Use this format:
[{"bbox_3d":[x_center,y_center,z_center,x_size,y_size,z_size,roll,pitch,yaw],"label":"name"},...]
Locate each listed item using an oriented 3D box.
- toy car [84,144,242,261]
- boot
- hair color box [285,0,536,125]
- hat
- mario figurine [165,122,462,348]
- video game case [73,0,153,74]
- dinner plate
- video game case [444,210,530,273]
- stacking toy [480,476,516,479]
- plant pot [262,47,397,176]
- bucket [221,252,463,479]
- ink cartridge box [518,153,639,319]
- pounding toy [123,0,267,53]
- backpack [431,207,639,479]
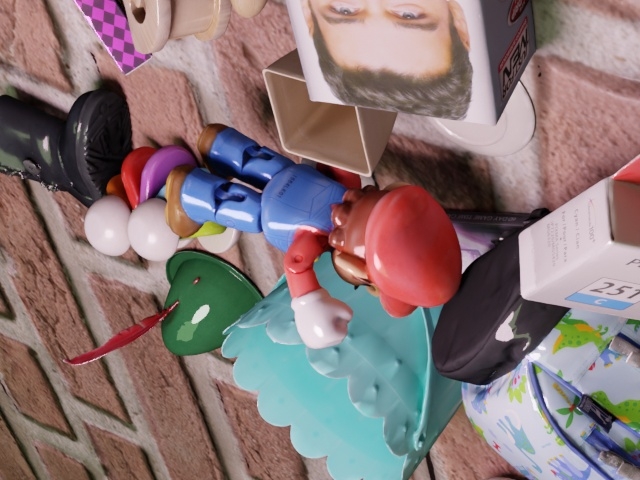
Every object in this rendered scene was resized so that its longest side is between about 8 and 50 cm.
[{"bbox_3d":[-0.191,-0.050,1.730,0.182,0.159,0.136,6,99,42],"label":"toy car"},{"bbox_3d":[-0.345,-0.133,1.802,0.207,0.094,0.246,25,152,15],"label":"boot"},{"bbox_3d":[0.058,-0.279,1.161,0.185,0.113,0.374,10,140,25],"label":"hair color box"},{"bbox_3d":[-0.193,0.137,1.901,0.173,0.183,0.208,46,148,-11],"label":"hat"},{"bbox_3d":[0.000,0.000,1.475,0.320,0.198,0.170,23,-175,24],"label":"mario figurine"},{"bbox_3d":[-0.259,-0.299,1.449,0.232,0.042,0.210,57,-178,-26],"label":"video game case"},{"bbox_3d":[0.143,-0.133,1.374,0.141,0.017,0.141,27,145,21],"label":"dinner plate"},{"bbox_3d":[0.208,0.049,1.529,0.274,0.026,0.196,5,135,44],"label":"video game case"},{"bbox_3d":[0.355,0.449,1.706,0.480,0.350,0.350,41,154,36],"label":"stacking toy"},{"bbox_3d":[0.022,-0.145,1.406,0.109,0.096,0.109,19,142,30],"label":"plant pot"},{"bbox_3d":[0.043,0.138,1.629,0.281,0.183,0.281,35,154,20],"label":"bucket"},{"bbox_3d":[0.351,0.000,1.130,0.296,0.066,0.261,10,155,-21],"label":"ink cartridge box"},{"bbox_3d":[-0.118,-0.277,1.345,0.269,0.155,0.154,57,150,33],"label":"pounding toy"},{"bbox_3d":[0.293,0.162,1.350,0.355,0.273,0.290,24,165,-8],"label":"backpack"}]
